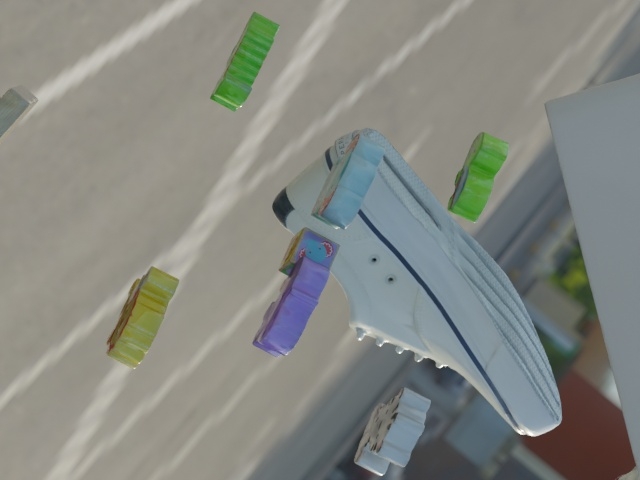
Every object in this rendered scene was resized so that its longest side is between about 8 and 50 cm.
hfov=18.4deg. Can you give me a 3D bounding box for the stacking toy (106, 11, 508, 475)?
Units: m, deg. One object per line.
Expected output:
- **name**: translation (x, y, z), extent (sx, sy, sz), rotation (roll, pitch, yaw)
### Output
- **stacking toy**: translation (0.000, 0.000, 1.066), extent (0.221, 0.167, 0.052), rotation (-68, -168, -23)

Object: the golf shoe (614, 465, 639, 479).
- **golf shoe**: translation (0.179, 0.180, 1.184), extent (0.186, 0.086, 0.067), rotation (89, 3, -61)

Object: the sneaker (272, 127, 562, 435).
- **sneaker**: translation (0.067, 0.039, 1.332), extent (0.091, 0.258, 0.094), rotation (-30, -160, 22)

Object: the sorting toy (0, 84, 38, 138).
- **sorting toy**: translation (-0.383, -0.062, 1.836), extent (0.257, 0.089, 0.255), rotation (-48, -172, -1)

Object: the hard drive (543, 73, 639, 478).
- **hard drive**: translation (0.309, -0.008, 0.971), extent (0.353, 0.233, 0.047), rotation (-16, 161, 12)
